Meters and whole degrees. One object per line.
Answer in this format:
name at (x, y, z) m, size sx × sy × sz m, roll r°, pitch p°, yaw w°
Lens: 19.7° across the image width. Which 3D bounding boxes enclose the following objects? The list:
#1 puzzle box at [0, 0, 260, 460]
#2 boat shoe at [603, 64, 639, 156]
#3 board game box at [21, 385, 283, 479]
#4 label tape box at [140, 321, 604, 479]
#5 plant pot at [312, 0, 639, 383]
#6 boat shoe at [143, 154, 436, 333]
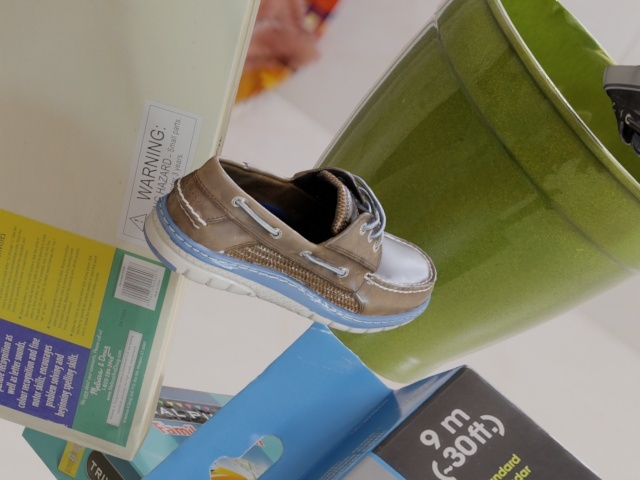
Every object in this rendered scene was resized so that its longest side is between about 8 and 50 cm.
puzzle box at (-0.207, -0.065, 1.253) m, size 0.052 × 0.272 × 0.409 m, roll -65°, pitch 173°, yaw -64°
boat shoe at (0.285, -0.107, 1.570) m, size 0.228 × 0.080 × 0.076 m, roll -132°, pitch -127°, yaw -84°
board game box at (-0.076, 0.247, 1.632) m, size 0.254 × 0.336 × 0.079 m, roll 13°, pitch 111°, yaw -43°
label tape box at (0.043, 0.208, 1.081) m, size 0.249 × 0.348 × 0.115 m, roll -40°, pitch 160°, yaw -25°
plant pot at (0.152, -0.043, 1.880) m, size 0.353 × 0.366 × 0.366 m, roll -39°, pitch 172°, yaw 19°
boat shoe at (0.000, 0.000, 0.960) m, size 0.183 × 0.066 × 0.066 m, roll 12°, pitch 129°, yaw -41°
